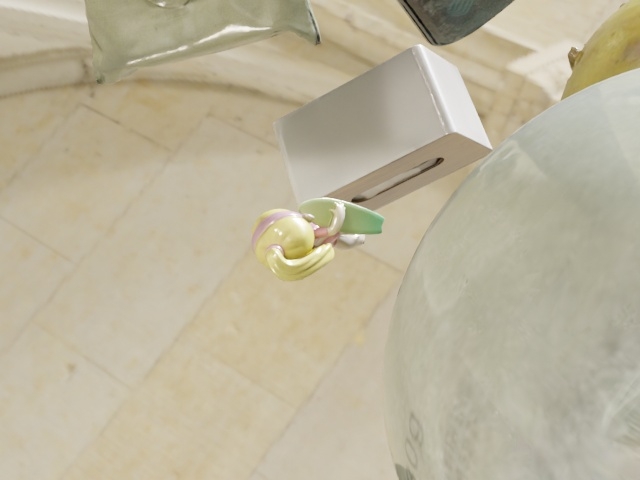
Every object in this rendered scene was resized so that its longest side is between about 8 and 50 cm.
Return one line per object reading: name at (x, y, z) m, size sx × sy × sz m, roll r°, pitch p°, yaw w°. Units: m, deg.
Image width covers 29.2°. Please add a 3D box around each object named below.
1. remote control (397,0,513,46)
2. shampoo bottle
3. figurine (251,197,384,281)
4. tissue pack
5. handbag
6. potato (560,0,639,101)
remote control at (0.031, -0.236, 0.675) m, size 0.107 × 0.044 × 0.377 m, roll -42°, pitch -35°, yaw 5°
shampoo bottle at (0.193, 0.078, 0.580) m, size 0.317 × 0.323 × 0.322 m, roll -100°, pitch 24°, yaw -69°
figurine at (0.000, 0.000, 1.254) m, size 0.187 × 0.083 × 0.083 m, roll -4°, pitch -63°, yaw -53°
tissue pack at (0.083, -0.142, 1.683) m, size 0.246 × 0.135 × 0.159 m, roll -26°, pitch -17°, yaw 24°
handbag at (-0.164, -0.326, 1.433) m, size 0.109 × 0.316 × 0.253 m, roll -36°, pitch -65°, yaw -54°
potato at (0.446, -0.092, 1.490) m, size 0.319 × 0.385 × 0.442 m, roll -29°, pitch -64°, yaw 14°
